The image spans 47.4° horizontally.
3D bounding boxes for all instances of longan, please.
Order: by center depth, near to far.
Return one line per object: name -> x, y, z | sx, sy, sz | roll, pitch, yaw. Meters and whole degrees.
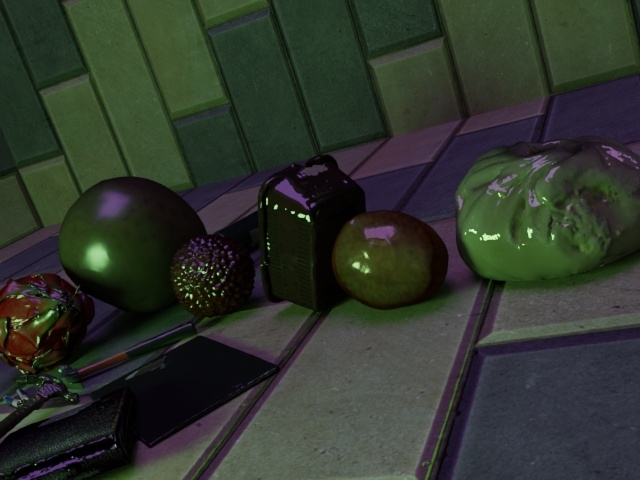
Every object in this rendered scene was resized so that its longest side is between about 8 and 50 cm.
longan -> -0.440, 0.017, 1.722 | 0.361, 0.360, 0.361 | -17, 15, 5

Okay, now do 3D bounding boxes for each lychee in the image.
lychee -> -0.224, 0.071, 1.558 | 0.188, 0.188, 0.188 | -17, 15, 5

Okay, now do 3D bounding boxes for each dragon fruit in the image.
dragon fruit -> -0.587, 0.163, 1.572 | 0.293, 0.233, 0.234 | -28, 9, 30

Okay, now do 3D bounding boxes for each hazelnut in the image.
hazelnut -> 0.124, 0.037, 1.304 | 0.215, 0.176, 0.214 | 12, -4, 1

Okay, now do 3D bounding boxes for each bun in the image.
bun -> 0.400, -0.074, 1.275 | 0.360, 0.210, 0.359 | -16, 15, 4

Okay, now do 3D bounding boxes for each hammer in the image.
hammer -> -0.560, 0.332, 1.267 | 0.125, 0.027, 0.297 | 23, 35, 14
hammer -> -0.392, 0.230, 1.484 | 0.288, 0.033, 0.111 | -22, 15, -13

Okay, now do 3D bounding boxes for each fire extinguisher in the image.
fire extinguisher -> -0.204, -0.022, 2.041 | 0.093, 0.118, 0.294 | 33, 43, 25

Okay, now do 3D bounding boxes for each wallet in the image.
wallet -> -0.397, 0.312, 1.124 | 0.221, 0.071, 0.262 | -23, 11, -8

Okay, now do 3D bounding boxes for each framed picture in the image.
framed picture -> -0.249, 0.250, 1.283 | 0.244, 0.013, 0.324 | -27, 16, -29

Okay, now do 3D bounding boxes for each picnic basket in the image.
picnic basket -> 0.000, 0.000, 1.405 | 0.223, 0.296, 0.129 | -29, 43, -35

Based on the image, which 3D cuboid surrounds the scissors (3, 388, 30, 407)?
scissors -> -0.601, 0.318, 1.458 | 0.039, 0.012, 0.113 | -29, 18, -33
